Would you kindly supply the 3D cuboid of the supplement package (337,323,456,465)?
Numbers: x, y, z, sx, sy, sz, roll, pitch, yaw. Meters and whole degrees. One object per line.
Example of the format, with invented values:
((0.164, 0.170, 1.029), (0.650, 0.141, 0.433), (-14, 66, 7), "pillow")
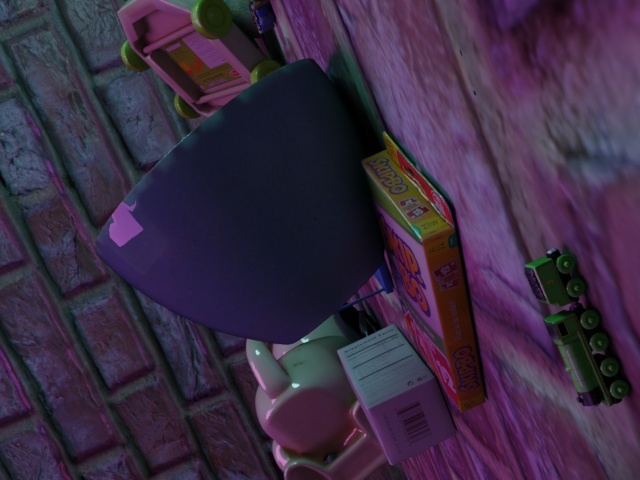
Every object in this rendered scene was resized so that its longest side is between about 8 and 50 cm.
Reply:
((0.107, 0.220, 0.936), (0.179, 0.105, 0.105), (-126, 12, -71), "supplement package")

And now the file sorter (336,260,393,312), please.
((0.013, -0.004, 0.863), (0.118, 0.104, 0.170), (-122, 9, -56), "file sorter")

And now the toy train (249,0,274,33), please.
((-0.083, -0.326, 0.806), (0.036, 0.027, 0.158), (51, 169, 28), "toy train")

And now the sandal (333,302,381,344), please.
((0.097, 0.189, 1.209), (0.097, 0.054, 0.254), (31, -167, -27), "sandal")

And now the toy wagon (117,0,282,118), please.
((-0.161, -0.254, 1.010), (0.267, 0.068, 0.344), (3, 147, 51), "toy wagon")

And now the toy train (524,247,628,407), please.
((0.124, 0.044, 0.310), (0.017, 0.023, 0.083), (-173, 60, -85), "toy train")

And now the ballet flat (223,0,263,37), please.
((-0.171, -0.385, 1.009), (0.316, 0.106, 0.108), (-120, 6, -49), "ballet flat")

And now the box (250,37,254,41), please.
((-0.119, -0.266, 1.281), (0.293, 0.073, 0.296), (72, 173, -47), "box")

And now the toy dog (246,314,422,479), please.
((-0.010, 0.294, 1.310), (0.395, 0.285, 0.408), (33, -166, -13), "toy dog")

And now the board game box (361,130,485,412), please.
((0.095, 0.035, 0.574), (0.124, 0.039, 0.259), (-119, 9, -49), "board game box")

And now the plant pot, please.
((-0.048, -0.010, 0.647), (0.195, 0.290, 0.290), (48, 176, -1), "plant pot")
